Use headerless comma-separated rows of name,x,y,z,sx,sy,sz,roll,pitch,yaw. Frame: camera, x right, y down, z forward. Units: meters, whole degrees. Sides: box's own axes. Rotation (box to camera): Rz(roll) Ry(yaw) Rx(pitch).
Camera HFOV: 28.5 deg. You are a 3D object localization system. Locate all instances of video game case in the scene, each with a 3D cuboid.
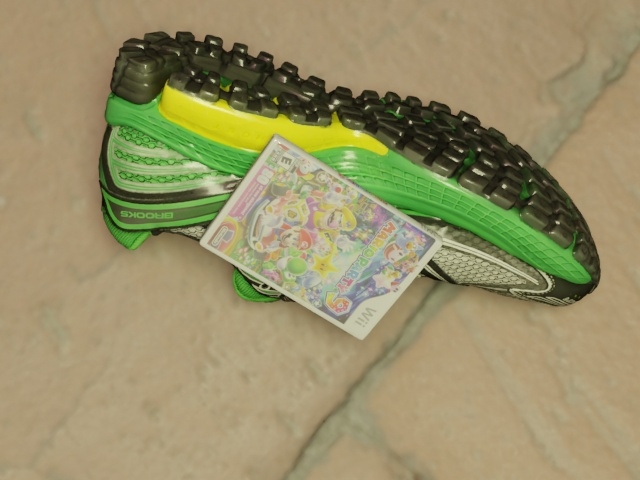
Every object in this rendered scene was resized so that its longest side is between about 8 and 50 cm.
video game case,0.000,0.000,0.767,0.122,0.011,0.087,31,116,-13

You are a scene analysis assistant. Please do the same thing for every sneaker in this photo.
sneaker,0.021,-0.023,0.836,0.343,0.134,0.146,17,116,-5
